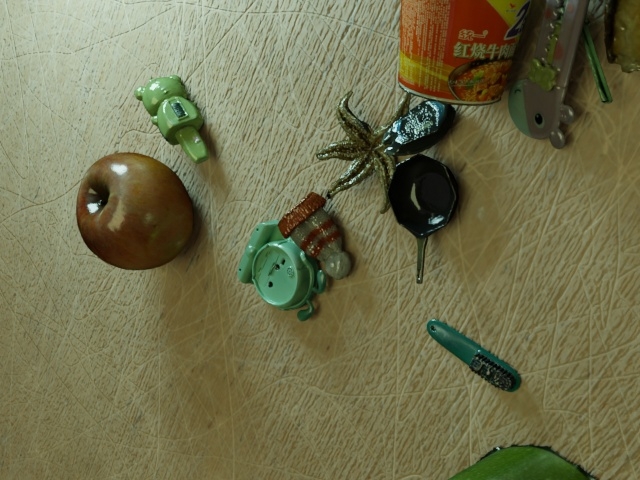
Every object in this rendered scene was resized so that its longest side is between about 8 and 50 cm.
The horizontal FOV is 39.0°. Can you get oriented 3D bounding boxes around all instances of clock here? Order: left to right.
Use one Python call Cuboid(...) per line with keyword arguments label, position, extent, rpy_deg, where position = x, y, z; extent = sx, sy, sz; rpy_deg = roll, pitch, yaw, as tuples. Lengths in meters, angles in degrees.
Cuboid(label="clock", position=(-0.068, 0.061, 1.735), extent=(0.188, 0.060, 0.148), rpy_deg=(39, 119, 29))

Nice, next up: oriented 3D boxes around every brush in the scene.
Cuboid(label="brush", position=(0.246, 0.190, 1.501), extent=(0.193, 0.032, 0.043), rpy_deg=(34, 117, 31))

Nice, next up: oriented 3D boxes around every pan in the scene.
Cuboid(label="pan", position=(0.167, -0.044, 1.523), extent=(0.128, 0.048, 0.201), rpy_deg=(33, 115, 34))

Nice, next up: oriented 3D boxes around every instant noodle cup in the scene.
Cuboid(label="instant noodle cup", position=(0.207, -0.308, 1.361), extent=(0.213, 0.213, 0.174), rpy_deg=(27, 121, 35))

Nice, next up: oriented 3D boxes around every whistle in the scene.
Cuboid(label="whistle", position=(-0.296, -0.252, 1.869), extent=(0.227, 0.105, 0.085), rpy_deg=(57, 157, 16))

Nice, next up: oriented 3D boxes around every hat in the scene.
Cuboid(label="hat", position=(0.000, 0.000, 1.666), extent=(0.162, 0.093, 0.112), rpy_deg=(48, 136, 4))

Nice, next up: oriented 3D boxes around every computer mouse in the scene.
Cuboid(label="computer mouse", position=(0.165, -0.180, 1.492), extent=(0.135, 0.047, 0.079), rpy_deg=(-28, 45, 15))

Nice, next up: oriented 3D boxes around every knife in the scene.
Cuboid(label="knife", position=(0.333, -0.307, 1.260), extent=(0.132, 0.038, 0.398), rpy_deg=(44, 143, 38))

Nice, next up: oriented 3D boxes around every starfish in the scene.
Cuboid(label="starfish", position=(0.089, -0.162, 1.574), extent=(0.238, 0.057, 0.213), rpy_deg=(-41, 75, 21))

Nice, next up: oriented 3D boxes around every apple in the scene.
Cuboid(label="apple", position=(-0.384, -0.061, 1.898), extent=(0.254, 0.254, 0.253), rpy_deg=(7, 101, 40))

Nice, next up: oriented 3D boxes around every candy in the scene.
Cuboid(label="candy", position=(0.371, -0.318, 1.290), extent=(0.077, 0.073, 0.262), rpy_deg=(-31, 72, 62))

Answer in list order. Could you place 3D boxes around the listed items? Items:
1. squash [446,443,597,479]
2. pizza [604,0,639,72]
Cuboid(label="squash", position=(0.258, 0.493, 1.351), extent=(0.310, 0.309, 0.310), rpy_deg=(7, 100, 39))
Cuboid(label="pizza", position=(0.513, -0.376, 1.049), extent=(0.435, 0.080, 0.391), rpy_deg=(0, 131, 36))
